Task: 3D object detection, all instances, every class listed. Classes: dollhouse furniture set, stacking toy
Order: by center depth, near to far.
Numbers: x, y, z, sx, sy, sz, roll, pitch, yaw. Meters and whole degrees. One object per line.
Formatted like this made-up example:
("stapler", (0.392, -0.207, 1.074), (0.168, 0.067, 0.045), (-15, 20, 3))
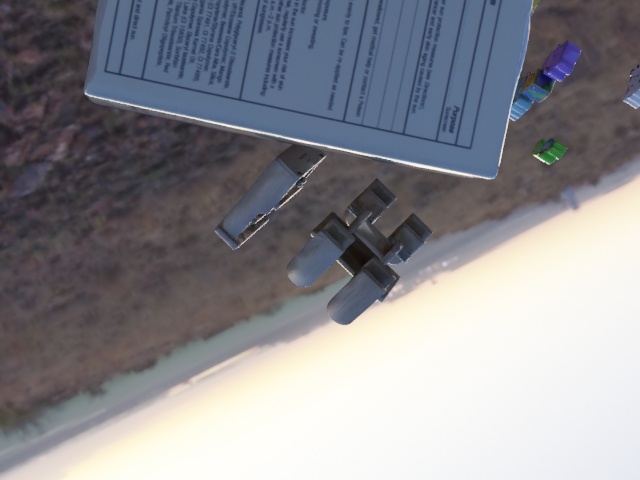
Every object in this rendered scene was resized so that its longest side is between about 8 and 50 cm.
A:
("stacking toy", (0.232, -0.172, 1.063), (0.052, 0.167, 0.221), (-65, -169, -26))
("dollhouse furniture set", (0.000, 0.000, 1.430), (0.161, 0.242, 0.212), (-46, 179, 33))

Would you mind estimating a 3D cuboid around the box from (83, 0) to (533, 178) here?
("box", (-0.008, -0.130, 0.588), (0.232, 0.148, 0.127), (11, -177, -10))
